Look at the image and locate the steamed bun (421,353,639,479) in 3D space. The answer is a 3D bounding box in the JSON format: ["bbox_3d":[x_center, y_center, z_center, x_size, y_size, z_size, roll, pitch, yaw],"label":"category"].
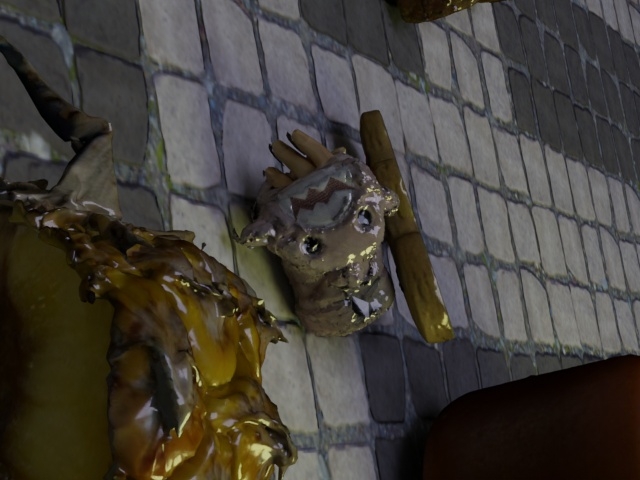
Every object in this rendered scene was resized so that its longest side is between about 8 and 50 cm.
[{"bbox_3d":[0.233,0.295,1.173,0.379,0.235,0.248,65,25,-22],"label":"steamed bun"}]

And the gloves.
[{"bbox_3d":[0.008,-0.001,1.038,0.110,0.094,0.144,-44,127,-10],"label":"gloves"}]

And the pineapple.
[{"bbox_3d":[-0.076,0.045,0.644,0.161,0.158,0.334,2,35,-29],"label":"pineapple"}]

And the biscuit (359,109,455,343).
[{"bbox_3d":[0.066,-0.004,1.142,0.234,0.030,0.153,-102,171,-54],"label":"biscuit"}]

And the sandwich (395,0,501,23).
[{"bbox_3d":[0.129,-0.352,1.462,0.288,0.100,0.254,-35,114,-63],"label":"sandwich"}]
